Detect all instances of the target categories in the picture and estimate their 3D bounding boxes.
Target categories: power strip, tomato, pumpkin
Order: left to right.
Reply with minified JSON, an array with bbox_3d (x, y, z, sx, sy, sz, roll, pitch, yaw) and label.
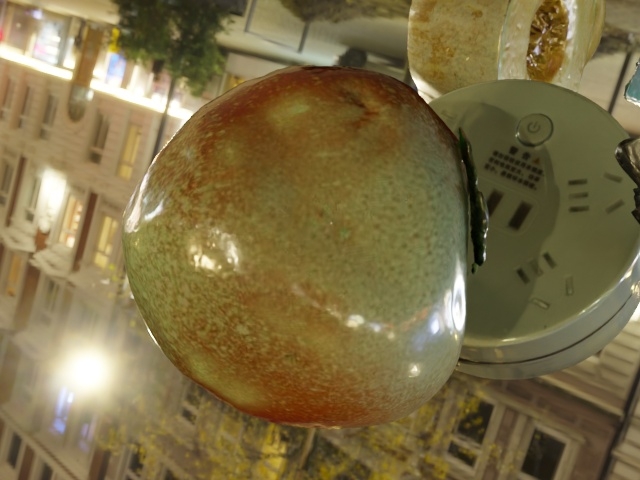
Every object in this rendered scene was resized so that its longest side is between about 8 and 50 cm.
[{"bbox_3d":[0.000,0.000,0.666,0.304,0.303,0.239,13,166,-19],"label":"tomato"},{"bbox_3d":[0.267,-0.307,1.235,0.199,0.332,0.332,18,-172,37],"label":"pumpkin"},{"bbox_3d":[0.210,-0.003,0.967,0.358,0.357,0.161,21,166,29],"label":"power strip"}]

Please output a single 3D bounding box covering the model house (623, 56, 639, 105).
[{"bbox_3d":[0.801,-0.345,1.679,0.216,0.237,0.303,16,-157,-4],"label":"model house"}]

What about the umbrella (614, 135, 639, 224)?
[{"bbox_3d":[0.341,0.008,0.754,0.235,0.059,0.066,61,-165,6],"label":"umbrella"}]

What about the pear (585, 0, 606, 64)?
[{"bbox_3d":[0.384,-0.432,1.558,0.309,0.309,0.309,16,-172,-2],"label":"pear"}]
